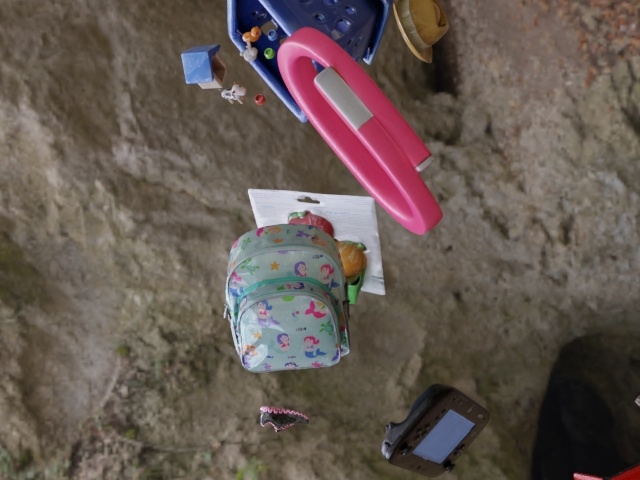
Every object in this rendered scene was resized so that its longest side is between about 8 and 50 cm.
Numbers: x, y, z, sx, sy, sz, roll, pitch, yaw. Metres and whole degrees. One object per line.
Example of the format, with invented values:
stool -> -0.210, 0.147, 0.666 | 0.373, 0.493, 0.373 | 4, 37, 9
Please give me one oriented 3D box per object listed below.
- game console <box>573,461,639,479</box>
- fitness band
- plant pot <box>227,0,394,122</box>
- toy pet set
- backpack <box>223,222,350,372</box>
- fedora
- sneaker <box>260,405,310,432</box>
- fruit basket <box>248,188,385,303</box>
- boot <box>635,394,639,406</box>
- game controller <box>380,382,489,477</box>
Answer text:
game console -> 0.550, 0.465, 1.472 | 0.144, 0.124, 0.085 | 61, -176, -9
fitness band -> 0.051, -0.132, 1.003 | 0.290, 0.054, 0.209 | 51, 175, -2
plant pot -> -0.012, -0.387, 1.422 | 0.236, 0.212, 0.236 | 50, 164, 10
toy pet set -> -0.132, -0.260, 1.168 | 0.065, 0.114, 0.122 | 49, -134, -62
backpack -> -0.059, 0.103, 1.456 | 0.191, 0.225, 0.253 | -92, -2, -64
fedora -> 0.232, -0.492, 1.823 | 0.194, 0.079, 0.194 | 39, -140, -43
sneaker -> -0.085, 0.421, 1.910 | 0.047, 0.119, 0.057 | 89, -169, -74
fruit basket -> 0.000, 0.000, 2.126 | 0.165, 0.327, 0.353 | -68, -24, -47
boot -> 0.693, 0.347, 1.642 | 0.118, 0.087, 0.042 | 62, -178, 22
game controller -> 0.211, 0.341, 1.450 | 0.067, 0.166, 0.319 | 52, -174, 31
